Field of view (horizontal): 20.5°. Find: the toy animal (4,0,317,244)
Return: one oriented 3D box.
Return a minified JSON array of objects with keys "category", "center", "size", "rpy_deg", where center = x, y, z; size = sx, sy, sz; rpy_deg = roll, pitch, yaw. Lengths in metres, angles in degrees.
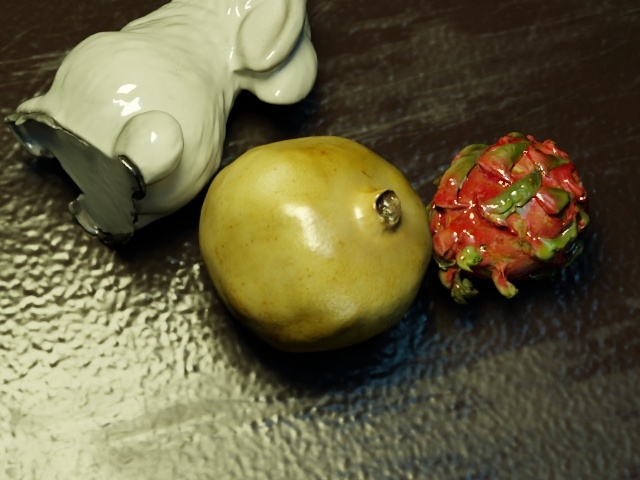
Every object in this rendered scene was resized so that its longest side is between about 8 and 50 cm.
[{"category":"toy animal","center":[-0.131,-0.172,1.804],"size":[0.258,0.194,0.357],"rpy_deg":[17,54,45]}]

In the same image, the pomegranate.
[{"category":"pomegranate","center":[-0.004,0.004,1.741],"size":[0.233,0.233,0.233],"rpy_deg":[2,68,-5]}]

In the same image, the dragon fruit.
[{"category":"dragon fruit","center":[0.185,-0.016,1.808],"size":[0.172,0.160,0.167],"rpy_deg":[-23,105,-12]}]
